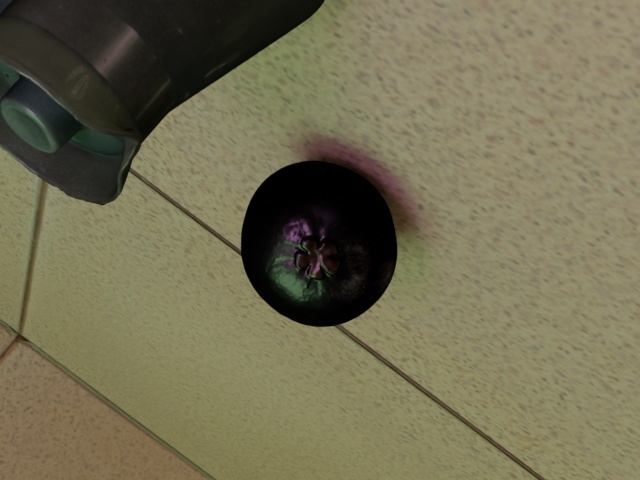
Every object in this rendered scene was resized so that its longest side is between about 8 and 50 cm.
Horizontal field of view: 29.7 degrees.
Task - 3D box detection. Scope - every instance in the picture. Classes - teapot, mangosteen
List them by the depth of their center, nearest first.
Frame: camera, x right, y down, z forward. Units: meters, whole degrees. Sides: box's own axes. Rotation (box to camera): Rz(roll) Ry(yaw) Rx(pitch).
[{"bbox_3d":[-0.123,-0.151,0.741,0.203,0.225,0.171,25,153,23],"label":"teapot"},{"bbox_3d":[0.000,0.000,1.000,0.137,0.137,0.151,37,-168,-1],"label":"mangosteen"}]
